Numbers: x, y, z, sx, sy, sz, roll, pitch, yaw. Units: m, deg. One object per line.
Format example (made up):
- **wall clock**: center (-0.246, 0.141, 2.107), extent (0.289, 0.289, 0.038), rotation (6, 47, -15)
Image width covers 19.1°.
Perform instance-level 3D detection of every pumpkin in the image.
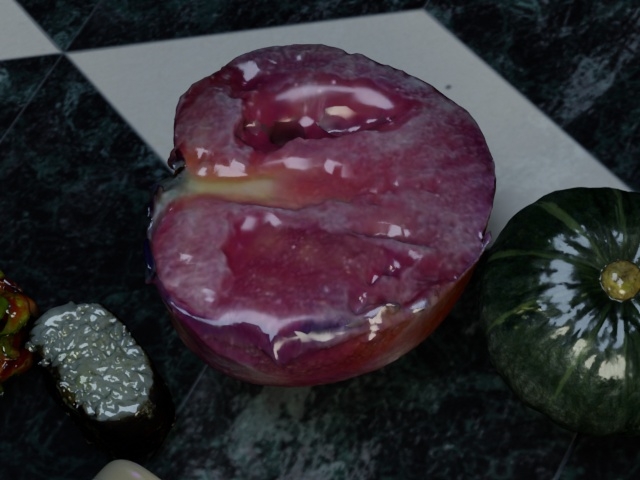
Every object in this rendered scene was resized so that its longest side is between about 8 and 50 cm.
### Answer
- **pumpkin**: center (0.232, 0.056, 1.550), extent (0.212, 0.152, 0.211), rotation (4, 70, -10)

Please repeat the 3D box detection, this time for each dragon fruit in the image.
- **dragon fruit**: center (-0.312, 0.071, 1.715), extent (0.142, 0.175, 0.138), rotation (1, 60, -23)

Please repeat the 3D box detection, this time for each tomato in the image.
- **tomato**: center (0.000, 0.006, 1.633), extent (0.290, 0.176, 0.334), rotation (4, 50, 2)

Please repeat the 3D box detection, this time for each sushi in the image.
- **sushi**: center (-0.189, 0.121, 1.655), extent (0.090, 0.078, 0.150), rotation (-34, 53, -19)

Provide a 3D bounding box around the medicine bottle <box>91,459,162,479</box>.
- **medicine bottle**: center (-0.203, 0.298, 1.509), extent (0.114, 0.114, 0.252), rotation (29, 67, 30)
